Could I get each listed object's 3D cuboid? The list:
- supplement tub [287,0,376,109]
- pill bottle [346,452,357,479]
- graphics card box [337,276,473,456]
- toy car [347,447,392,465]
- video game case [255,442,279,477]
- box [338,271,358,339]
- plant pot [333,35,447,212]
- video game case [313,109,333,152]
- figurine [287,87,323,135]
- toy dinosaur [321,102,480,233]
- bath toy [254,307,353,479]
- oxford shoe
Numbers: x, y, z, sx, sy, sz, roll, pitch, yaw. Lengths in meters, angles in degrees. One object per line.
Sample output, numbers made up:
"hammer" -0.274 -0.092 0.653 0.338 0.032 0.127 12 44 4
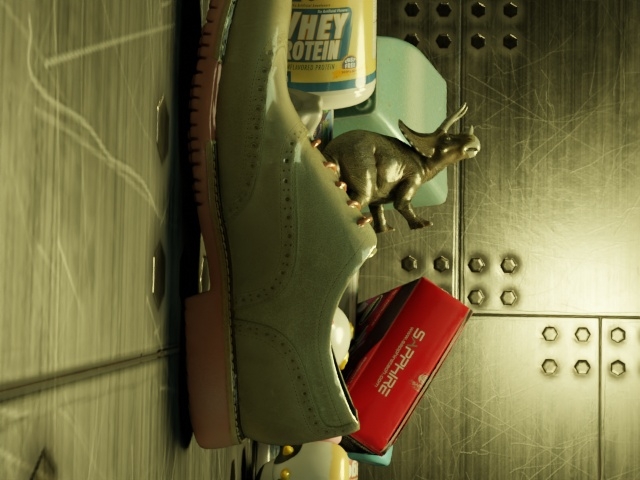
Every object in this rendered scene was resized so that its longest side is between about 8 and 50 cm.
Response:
"supplement tub" -0.012 -0.249 1.201 0.144 0.144 0.200 -82 172 -69
"pill bottle" 0.007 0.430 2.031 0.121 0.121 0.216 47 44 -86
"graphics card box" 0.069 0.188 1.631 0.233 0.094 0.371 -57 -176 -14
"toy car" 0.032 0.261 1.933 0.238 0.210 0.219 127 -24 -73
"video game case" -0.069 0.317 1.483 0.143 0.019 0.157 82 10 -71
"box" 0.000 0.000 1.700 0.262 0.126 0.231 -77 167 -75
"plant pot" 0.061 -0.208 1.900 0.252 0.247 0.247 46 41 -60
"video game case" -0.031 -0.159 1.432 0.183 0.023 0.201 -31 125 -60
"figurine" -0.056 -0.023 1.129 0.215 0.092 0.210 -86 -176 -58
"toy dinosaur" 0.061 -0.085 1.504 0.121 0.313 0.160 -5 -86 61
"bath toy" -0.027 0.217 1.372 0.129 0.151 0.348 31 48 -33
"oxford shoe" -0.028 -0.034 0.901 0.140 0.146 0.397 -60 150 -83
